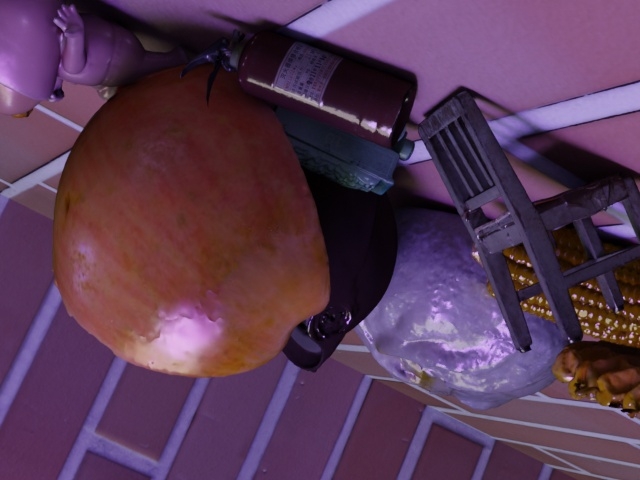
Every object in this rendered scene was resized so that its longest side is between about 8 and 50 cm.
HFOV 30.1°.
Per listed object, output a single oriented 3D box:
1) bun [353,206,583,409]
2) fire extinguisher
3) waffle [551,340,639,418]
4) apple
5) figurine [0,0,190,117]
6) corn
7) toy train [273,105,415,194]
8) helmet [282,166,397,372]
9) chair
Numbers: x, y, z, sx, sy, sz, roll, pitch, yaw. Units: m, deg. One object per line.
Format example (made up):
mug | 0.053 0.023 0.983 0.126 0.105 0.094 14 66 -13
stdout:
bun | 0.180 0.102 1.637 0.362 0.211 0.362 24 168 6
fire extinguisher | -0.026 -0.153 1.207 0.231 0.099 0.071 20 163 9
waffle | 0.431 0.166 1.437 0.329 0.062 0.329 4 -173 0
apple | -0.136 -0.014 1.294 0.252 0.314 0.309 38 -170 -41
figurine | -0.301 -0.206 1.345 0.287 0.186 0.176 13 -157 -41
corn | 0.329 0.057 1.403 0.322 0.119 0.119 18 167 1
toy train | 0.017 -0.115 1.286 0.172 0.099 0.070 25 165 -7
helmet | 0.000 0.000 1.476 0.225 0.177 0.305 43 155 45
chair | 0.232 -0.035 1.222 0.270 0.147 0.136 67 164 5
